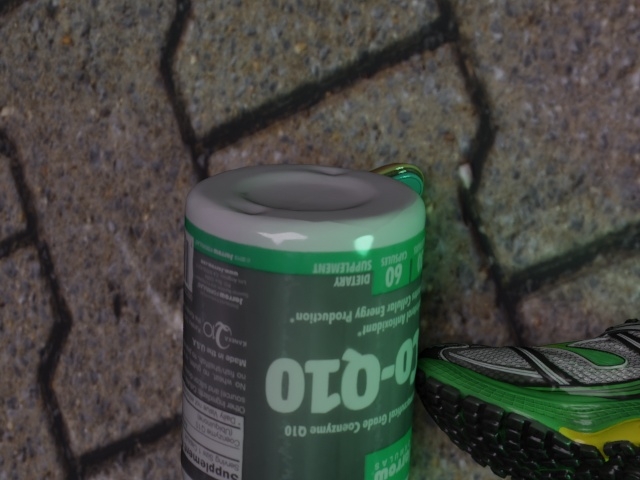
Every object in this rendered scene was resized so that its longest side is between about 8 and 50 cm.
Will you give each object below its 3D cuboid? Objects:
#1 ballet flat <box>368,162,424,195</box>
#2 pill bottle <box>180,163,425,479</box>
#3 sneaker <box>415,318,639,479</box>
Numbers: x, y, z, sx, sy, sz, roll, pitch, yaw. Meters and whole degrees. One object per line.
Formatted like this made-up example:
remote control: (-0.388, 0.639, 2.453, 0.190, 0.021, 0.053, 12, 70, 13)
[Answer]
ballet flat: (0.000, 0.000, 1.313, 0.232, 0.080, 0.073, -47, 42, 12)
pill bottle: (-0.019, 0.129, 1.206, 0.204, 0.204, 0.361, 10, 110, 23)
sneaker: (0.238, 0.137, 1.194, 0.344, 0.134, 0.146, 8, 54, 30)
